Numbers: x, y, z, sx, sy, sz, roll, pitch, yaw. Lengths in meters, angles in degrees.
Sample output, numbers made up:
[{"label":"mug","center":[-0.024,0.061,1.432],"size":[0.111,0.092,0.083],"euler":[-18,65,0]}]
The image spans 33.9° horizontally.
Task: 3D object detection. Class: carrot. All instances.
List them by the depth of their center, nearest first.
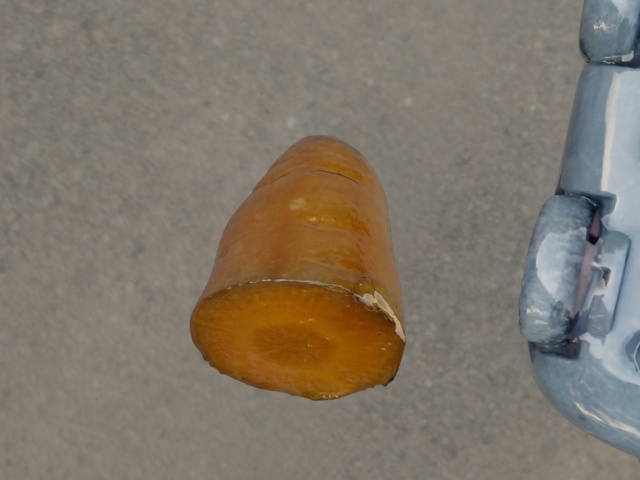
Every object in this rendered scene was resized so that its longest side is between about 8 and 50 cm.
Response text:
[{"label":"carrot","center":[0.000,0.000,0.822],"size":[0.159,0.159,0.225],"euler":[45,39,-31]}]

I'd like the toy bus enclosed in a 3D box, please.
[{"label":"toy bus","center":[0.222,-0.025,0.542],"size":[0.232,0.197,0.294],"euler":[16,85,-75]}]
